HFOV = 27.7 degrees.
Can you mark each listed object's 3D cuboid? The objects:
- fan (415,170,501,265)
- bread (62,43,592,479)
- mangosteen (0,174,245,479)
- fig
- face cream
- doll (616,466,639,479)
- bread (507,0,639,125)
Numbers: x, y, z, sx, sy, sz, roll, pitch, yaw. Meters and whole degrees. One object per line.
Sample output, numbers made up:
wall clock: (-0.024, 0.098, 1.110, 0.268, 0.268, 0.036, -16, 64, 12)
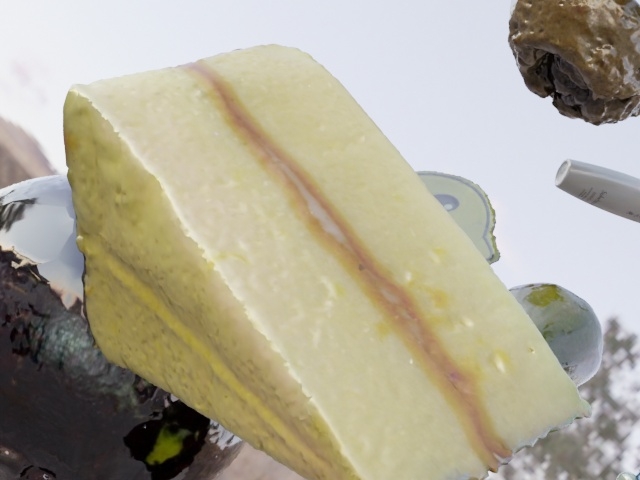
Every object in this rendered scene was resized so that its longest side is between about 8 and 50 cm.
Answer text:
fan: (0.053, -0.014, 1.492, 0.335, 0.229, 0.011, 13, -42, 31)
bread: (0.003, 0.002, 0.680, 0.264, 0.167, 0.163, 21, -57, 46)
mangosteen: (-0.166, 0.071, 0.965, 0.288, 0.288, 0.288, 45, -14, 15)
fig: (0.210, 0.098, 1.301, 0.133, 0.127, 0.185, 19, -5, 22)
face cream: (0.419, -0.065, 1.815, 0.182, 0.051, 0.072, 19, -31, -10)
doll: (0.307, 0.212, 1.117, 0.083, 0.076, 0.051, 13, -53, 35)
bread: (0.336, -0.244, 1.672, 0.230, 0.123, 0.230, 44, -14, 14)
